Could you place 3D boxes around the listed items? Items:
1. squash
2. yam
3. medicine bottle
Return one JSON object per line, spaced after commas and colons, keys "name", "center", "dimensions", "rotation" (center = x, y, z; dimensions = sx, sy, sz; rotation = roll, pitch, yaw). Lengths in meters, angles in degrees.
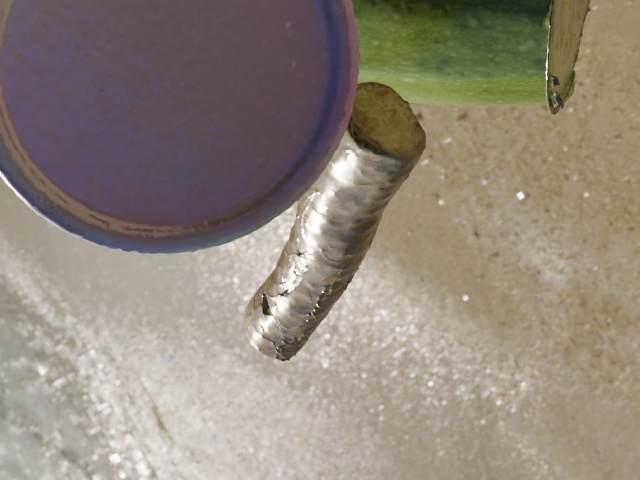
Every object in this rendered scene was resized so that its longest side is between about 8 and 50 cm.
{"name": "squash", "center": [0.064, -0.263, 1.040], "dimensions": [0.384, 0.263, 0.263], "rotation": [7, 127, 15]}
{"name": "yam", "center": [0.000, 0.000, 0.915], "dimensions": [0.081, 0.081, 0.356], "rotation": [51, 147, 15]}
{"name": "medicine bottle", "center": [-0.127, -0.146, 0.683], "dimensions": [0.388, 0.219, 0.219], "rotation": [-129, 22, -65]}
